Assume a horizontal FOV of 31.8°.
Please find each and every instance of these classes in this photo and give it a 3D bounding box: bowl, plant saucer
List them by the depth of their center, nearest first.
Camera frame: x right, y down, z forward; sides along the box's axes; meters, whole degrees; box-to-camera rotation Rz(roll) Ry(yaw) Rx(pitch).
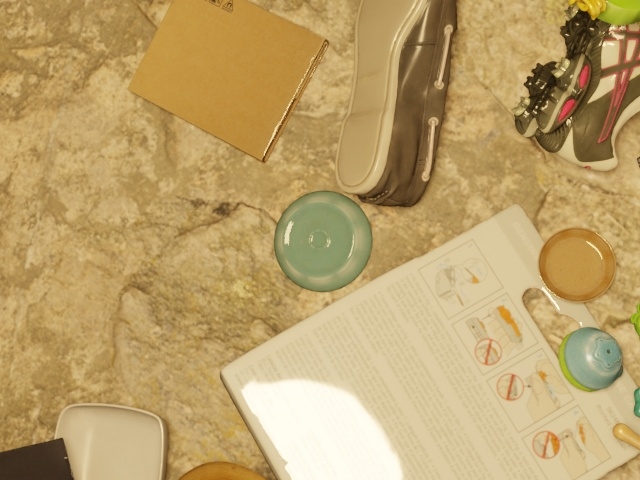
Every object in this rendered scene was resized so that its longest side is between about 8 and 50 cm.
[{"bbox_3d":[0.278,0.027,1.222,0.084,0.015,0.083,-1,78,5],"label":"plant saucer"},{"bbox_3d":[0.000,0.000,1.302,0.119,0.021,0.119,-1,84,15],"label":"plant saucer"},{"bbox_3d":[-0.243,0.263,1.328,0.142,0.053,0.142,4,87,15],"label":"bowl"}]

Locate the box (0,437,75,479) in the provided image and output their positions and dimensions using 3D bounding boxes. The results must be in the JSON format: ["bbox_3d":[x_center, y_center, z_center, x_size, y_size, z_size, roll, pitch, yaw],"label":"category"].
[{"bbox_3d":[-0.422,0.432,1.268,0.343,0.179,0.312,-25,78,23],"label":"box"}]

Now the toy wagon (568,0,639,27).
[{"bbox_3d":[0.378,-0.289,1.123,0.344,0.068,0.267,-22,74,-17],"label":"toy wagon"}]

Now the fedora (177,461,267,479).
[{"bbox_3d":[-0.092,0.341,1.263,0.194,0.079,0.194,-4,81,27],"label":"fedora"}]

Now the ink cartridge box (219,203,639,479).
[{"bbox_3d":[0.129,0.183,1.238,0.385,0.091,0.308,-29,78,-7],"label":"ink cartridge box"}]

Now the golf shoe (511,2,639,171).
[{"bbox_3d":[0.316,-0.206,1.210,0.120,0.105,0.272,32,86,-15],"label":"golf shoe"}]

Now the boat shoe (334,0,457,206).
[{"bbox_3d":[0.099,-0.200,1.269,0.112,0.096,0.335,7,82,51],"label":"boat shoe"}]

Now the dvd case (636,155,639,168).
[{"bbox_3d":[0.375,-0.044,1.175,0.013,0.087,0.119,-13,79,-17],"label":"dvd case"}]

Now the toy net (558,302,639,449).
[{"bbox_3d":[0.345,0.188,1.175,0.122,0.045,0.232,-18,79,-26],"label":"toy net"}]

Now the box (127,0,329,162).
[{"bbox_3d":[-0.114,-0.209,1.351,0.201,0.021,0.164,29,93,15],"label":"box"}]
